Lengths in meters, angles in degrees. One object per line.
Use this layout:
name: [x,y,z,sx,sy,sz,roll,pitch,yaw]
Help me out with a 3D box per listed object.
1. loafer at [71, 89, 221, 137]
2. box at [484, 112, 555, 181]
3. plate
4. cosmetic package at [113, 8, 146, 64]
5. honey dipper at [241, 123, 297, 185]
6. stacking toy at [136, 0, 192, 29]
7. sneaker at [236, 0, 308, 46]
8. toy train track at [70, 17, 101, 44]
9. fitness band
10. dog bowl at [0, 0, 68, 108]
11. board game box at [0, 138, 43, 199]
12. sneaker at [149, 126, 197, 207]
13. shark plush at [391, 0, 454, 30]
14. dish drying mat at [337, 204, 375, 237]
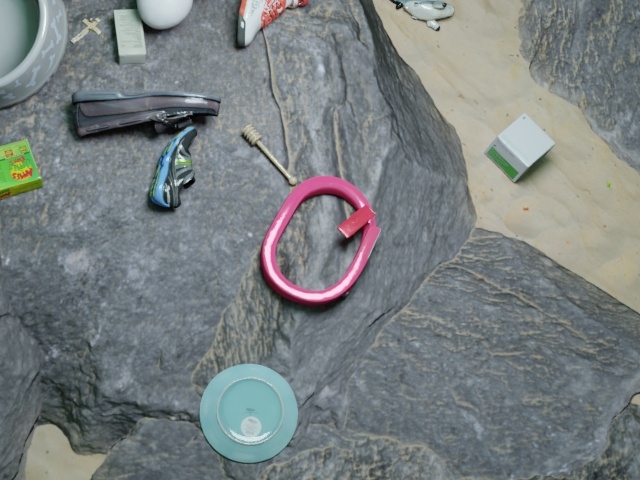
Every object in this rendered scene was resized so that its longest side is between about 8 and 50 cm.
loafer: [-0.356,-0.255,1.764,0.302,0.109,0.095,0,88,-6]
box: [0.444,-0.207,1.912,0.102,0.087,0.101,-39,81,-23]
plate: [-0.133,0.322,1.614,0.188,0.024,0.188,5,67,-11]
cosmetic package: [-0.410,-0.438,1.844,0.060,0.041,0.115,-4,70,-14]
honey dipper: [-0.105,-0.179,1.815,0.030,0.030,0.161,-40,83,-23]
stacking toy: [-0.262,-0.669,1.866,0.350,0.350,0.480,24,83,-2]
sneaker: [-0.100,-0.540,1.925,0.145,0.090,0.270,12,64,-4]
toy train track: [-0.505,-0.454,1.845,0.048,0.014,0.083,38,67,5]
fitness band: [0.000,0.000,1.758,0.209,0.054,0.291,28,65,2]
dog bowl: [-0.682,-0.435,1.683,0.348,0.102,0.349,0,91,-6]
board game box: [-0.646,-0.125,1.669,0.181,0.043,0.092,-20,75,-18]
sneaker: [-0.290,-0.148,1.752,0.078,0.067,0.188,26,62,-24]
shark plush: [0.236,-0.552,2.041,0.161,0.073,0.067,8,45,13]
dish drying mat: [0.073,-0.039,1.752,0.083,0.008,0.032,-40,78,-21]
